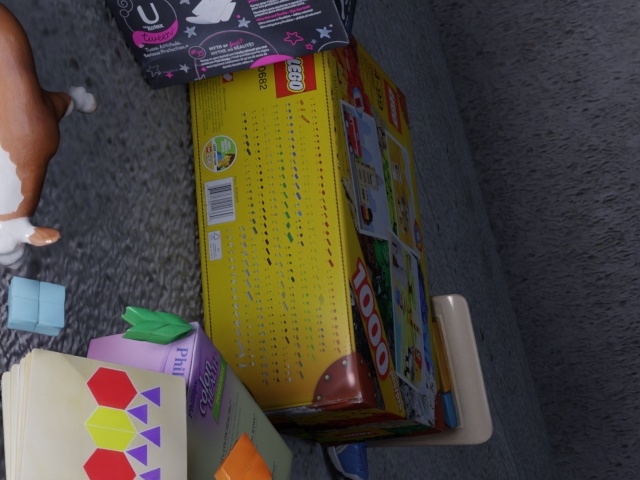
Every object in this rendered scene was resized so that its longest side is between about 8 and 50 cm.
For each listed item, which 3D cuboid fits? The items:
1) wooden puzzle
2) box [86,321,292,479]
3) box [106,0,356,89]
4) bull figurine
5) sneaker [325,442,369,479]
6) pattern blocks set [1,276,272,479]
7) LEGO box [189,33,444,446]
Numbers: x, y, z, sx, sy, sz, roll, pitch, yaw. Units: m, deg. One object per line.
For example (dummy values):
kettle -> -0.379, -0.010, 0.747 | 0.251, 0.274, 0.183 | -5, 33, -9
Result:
wooden puzzle -> 0.121, 0.197, 1.842 | 0.044, 0.239, 0.221 | -18, 97, -57
box -> -0.130, 0.237, 1.173 | 0.243, 0.117, 0.213 | 62, 25, -46
box -> -0.095, -0.297, 1.440 | 0.163, 0.247, 0.142 | -81, 155, -47
bull figurine -> -0.276, -0.133, 1.045 | 0.188, 0.101, 0.310 | -74, 151, -61
sneaker -> 0.046, 0.250, 1.827 | 0.080, 0.081, 0.211 | -1, 81, -72
pattern blocks set -> -0.175, 0.176, 0.996 | 0.285, 0.026, 0.325 | 20, 44, -16
LEGO box -> 0.000, 0.000, 1.650 | 0.372, 0.193, 0.500 | 32, 50, -66
